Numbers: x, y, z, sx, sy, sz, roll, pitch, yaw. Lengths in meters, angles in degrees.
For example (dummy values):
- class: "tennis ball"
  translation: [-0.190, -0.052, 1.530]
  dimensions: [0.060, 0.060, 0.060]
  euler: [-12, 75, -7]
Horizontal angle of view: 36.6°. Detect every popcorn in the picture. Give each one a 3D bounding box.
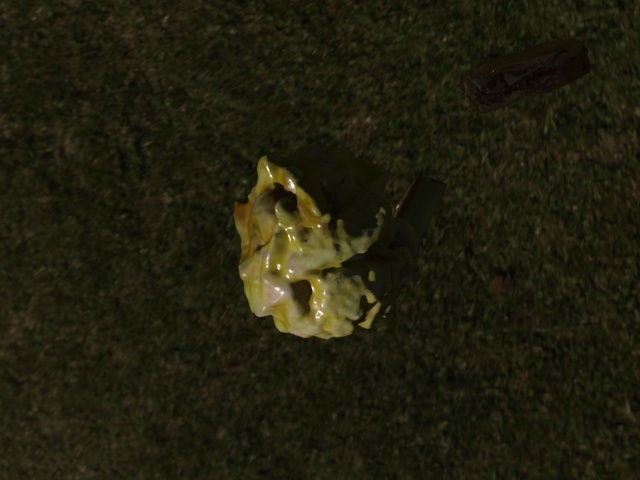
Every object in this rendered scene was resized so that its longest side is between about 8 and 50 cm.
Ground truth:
- class: "popcorn"
  translation: [0.001, 0.000, 0.926]
  dimensions: [0.167, 0.185, 0.187]
  euler: [-16, 105, 11]

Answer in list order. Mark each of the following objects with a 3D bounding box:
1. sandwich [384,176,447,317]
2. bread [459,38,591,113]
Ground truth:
- class: "sandwich"
  translation: [0.102, 0.047, 1.462]
  dimensions: [0.063, 0.212, 0.245]
  euler: [23, 131, 7]
- class: "bread"
  translation: [0.215, -0.176, 1.020]
  dimensions: [0.132, 0.074, 0.053]
  euler: [-11, 105, 43]
